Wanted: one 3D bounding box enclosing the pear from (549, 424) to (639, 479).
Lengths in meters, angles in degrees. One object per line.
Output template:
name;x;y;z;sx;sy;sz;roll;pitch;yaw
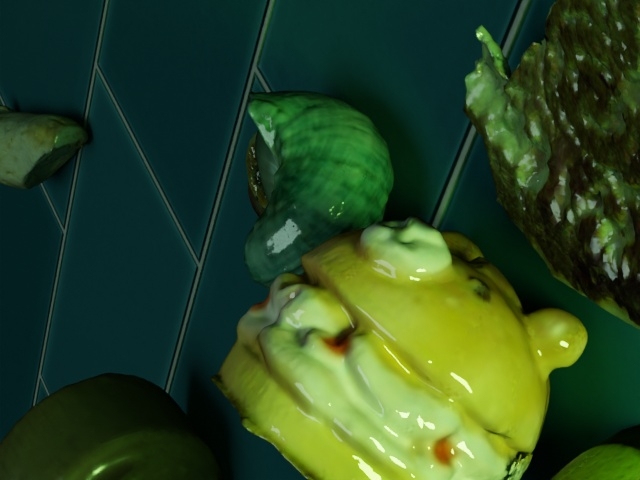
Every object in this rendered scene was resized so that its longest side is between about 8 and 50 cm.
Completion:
pear;0.221;0.353;1.454;0.399;0.165;0.399;39;136;53

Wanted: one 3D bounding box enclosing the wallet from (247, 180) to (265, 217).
wallet;0.000;0.000;1.900;0.255;0.031;0.137;58;149;34

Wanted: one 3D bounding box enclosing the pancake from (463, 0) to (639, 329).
pancake;0.227;-0.065;1.342;0.305;0.067;0.427;68;160;10

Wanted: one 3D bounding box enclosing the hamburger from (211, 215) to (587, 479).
hamburger;0.072;0.104;1.561;0.276;0.237;0.276;41;-179;-1

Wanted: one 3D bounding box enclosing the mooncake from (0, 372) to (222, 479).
mooncake;-0.249;0.312;2.288;0.155;0.284;0.284;40;137;43

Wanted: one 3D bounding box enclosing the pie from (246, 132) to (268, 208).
pie;-0.053;-0.066;1.914;0.084;0.021;0.084;31;126;58

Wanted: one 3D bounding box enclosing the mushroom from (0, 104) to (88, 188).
mushroom;-0.396;-0.122;2.607;0.333;0.087;0.107;13;113;60

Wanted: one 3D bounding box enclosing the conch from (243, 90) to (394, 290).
conch;-0.002;-0.032;1.764;0.196;0.134;0.202;-95;6;-80
